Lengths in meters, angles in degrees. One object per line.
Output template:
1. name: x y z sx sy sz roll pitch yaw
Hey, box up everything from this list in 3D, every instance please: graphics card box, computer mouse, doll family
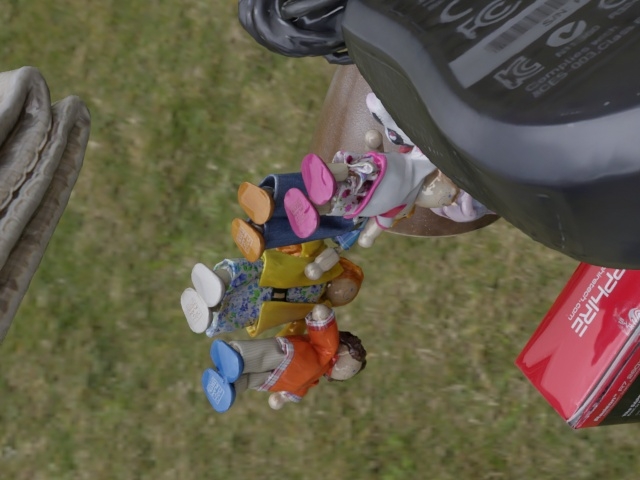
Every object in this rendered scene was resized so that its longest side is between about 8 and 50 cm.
1. graphics card box: 0.359 0.044 1.323 0.094 0.371 0.232 49 122 36
2. computer mouse: 0.084 -0.064 0.422 0.188 0.072 0.272 -33 25 4
3. doll family: 0.000 0.000 1.099 0.118 0.163 0.263 50 128 31

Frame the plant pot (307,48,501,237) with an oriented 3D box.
1. plant pot: 0.104 -0.159 1.479 0.215 0.215 0.230 36 136 32

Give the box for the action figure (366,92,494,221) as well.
1. action figure: 0.155 -0.162 1.193 0.248 0.276 0.370 65 152 7

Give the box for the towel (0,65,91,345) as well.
1. towel: -0.181 0.063 0.342 0.282 0.049 0.187 -25 29 27
